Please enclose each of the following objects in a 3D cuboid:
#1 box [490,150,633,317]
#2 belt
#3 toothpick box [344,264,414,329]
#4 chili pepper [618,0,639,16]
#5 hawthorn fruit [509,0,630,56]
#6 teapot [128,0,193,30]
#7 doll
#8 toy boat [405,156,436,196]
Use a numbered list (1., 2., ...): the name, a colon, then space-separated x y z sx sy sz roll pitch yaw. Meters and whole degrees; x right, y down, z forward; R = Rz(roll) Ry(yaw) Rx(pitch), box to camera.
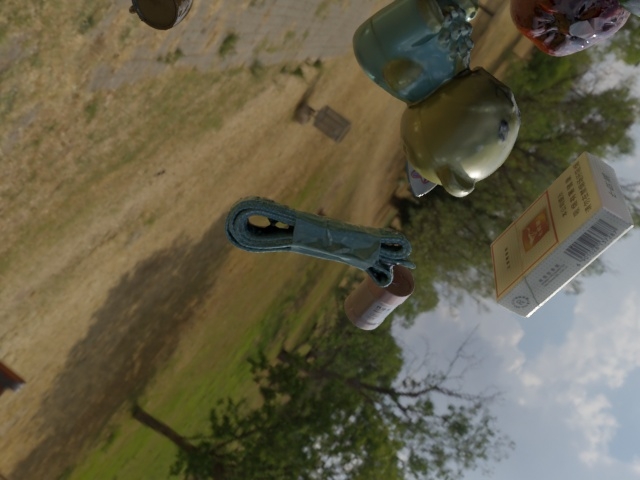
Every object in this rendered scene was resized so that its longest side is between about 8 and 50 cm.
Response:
1. box: 0.517 -0.008 1.592 0.330 0.095 0.210 -54 -164 37
2. belt: 0.000 0.000 1.131 0.072 0.303 0.087 -102 -153 -82
3. toothpick box: 0.127 0.119 1.585 0.098 0.098 0.149 -51 179 -45
4. chili pepper: 0.671 -0.493 1.404 0.165 0.174 0.261 -59 168 19
5. hawthorn fruit: 0.594 -0.602 1.738 0.295 0.295 0.311 -54 -144 36
6. teapot: -0.213 -0.331 0.981 0.121 0.076 0.068 -8 -147 34
7. doll: 0.161 -0.195 0.959 0.162 0.260 0.177 -23 -170 40
8. toy boat: 0.260 -0.234 1.582 0.088 0.129 0.295 -128 -127 -66
